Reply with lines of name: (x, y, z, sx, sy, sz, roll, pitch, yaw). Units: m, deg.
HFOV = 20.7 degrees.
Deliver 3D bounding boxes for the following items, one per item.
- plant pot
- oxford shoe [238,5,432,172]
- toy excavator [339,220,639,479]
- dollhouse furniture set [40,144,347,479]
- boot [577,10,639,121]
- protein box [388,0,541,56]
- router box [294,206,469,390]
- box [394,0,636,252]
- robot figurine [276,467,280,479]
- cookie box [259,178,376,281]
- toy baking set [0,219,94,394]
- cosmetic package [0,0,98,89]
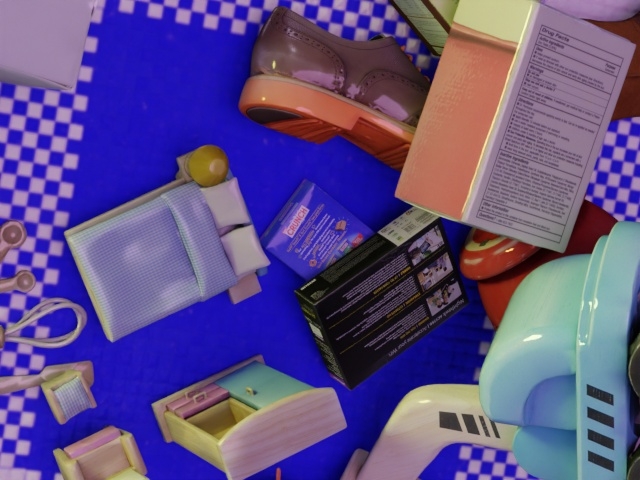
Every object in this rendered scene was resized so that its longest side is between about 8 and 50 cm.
plant pot: (0.259, 0.035, 1.954, 0.191, 0.191, 0.174, -43, 103, -9)
oxford shoe: (0.092, -0.152, 1.905, 0.364, 0.130, 0.132, 18, 76, -27)
toy excavator: (0.225, 0.167, 1.824, 0.445, 0.222, 0.433, 8, 126, 19)
dollhouse furniture set: (-0.158, 0.086, 1.796, 0.286, 0.198, 0.303, -25, 106, -21)
boot: (0.347, -0.254, 1.982, 0.280, 0.096, 0.264, -9, 113, -26)
protein box: (0.153, -0.336, 1.890, 0.200, 0.136, 0.201, -44, 109, -7)
router box: (0.070, 0.063, 1.937, 0.179, 0.046, 0.133, -34, 127, -17)
box: (0.198, -0.123, 1.798, 0.148, 0.127, 0.232, 16, 94, -36)
robot figurine: (-0.032, 0.358, 1.931, 0.128, 0.158, 0.219, -43, 112, -42)
cookie box: (0.000, 0.000, 1.936, 0.107, 0.040, 0.092, 39, 85, -21)
toy baking set: (-0.356, 0.089, 1.833, 0.197, 0.030, 0.256, -36, 107, -11)
cosmetic package: (-0.397, -0.280, 1.648, 0.365, 0.155, 0.197, 17, 85, -37)
